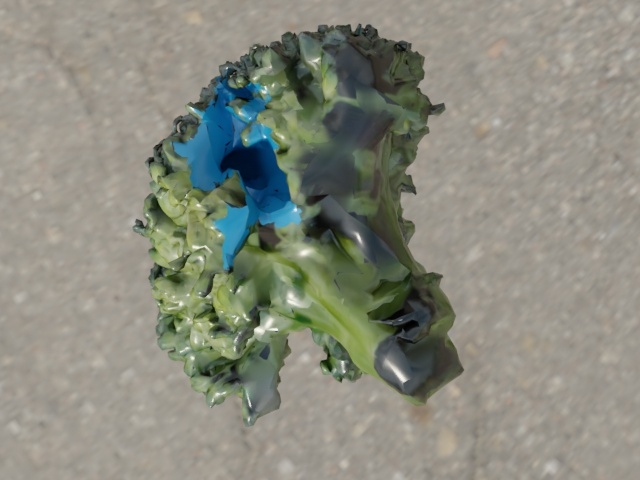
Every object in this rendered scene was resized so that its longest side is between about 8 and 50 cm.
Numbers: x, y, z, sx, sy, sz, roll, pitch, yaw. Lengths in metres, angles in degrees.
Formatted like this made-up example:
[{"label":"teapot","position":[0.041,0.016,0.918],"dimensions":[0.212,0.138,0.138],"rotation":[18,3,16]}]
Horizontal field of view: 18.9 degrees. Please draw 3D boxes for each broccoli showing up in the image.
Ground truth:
[{"label":"broccoli","position":[0.000,0.000,0.793],"dimensions":[0.167,0.154,0.160],"rotation":[-44,52,-1]}]
